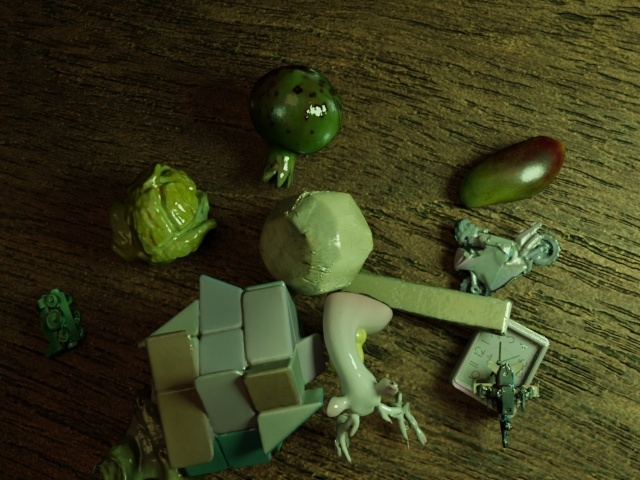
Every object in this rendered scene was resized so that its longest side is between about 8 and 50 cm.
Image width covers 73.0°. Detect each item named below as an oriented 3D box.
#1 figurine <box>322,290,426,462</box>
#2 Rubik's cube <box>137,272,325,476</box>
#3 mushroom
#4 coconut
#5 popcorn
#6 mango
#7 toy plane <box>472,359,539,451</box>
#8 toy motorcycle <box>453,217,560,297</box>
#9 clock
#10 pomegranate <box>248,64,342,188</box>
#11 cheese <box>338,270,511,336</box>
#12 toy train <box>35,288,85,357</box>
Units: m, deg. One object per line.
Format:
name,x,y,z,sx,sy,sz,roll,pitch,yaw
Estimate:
figurine,0.108,0.308,0.955,0.206,0.284,0.316,-8,51,15
Rubik's cube,-0.170,0.285,0.940,0.357,0.387,0.369,-11,58,3
mushroom,-0.350,0.456,0.972,0.211,0.292,0.218,8,66,10
coconut,0.000,0.000,1.022,0.244,0.247,0.245,11,108,38
popcorn,-0.417,-0.060,1.124,0.276,0.276,0.225,-41,111,0
mango,0.463,-0.158,1.038,0.267,0.111,0.133,-26,86,9
toy plane,0.387,0.345,0.901,0.135,0.062,0.189,1,78,9
toy motorcycle,0.401,0.016,1.011,0.239,0.108,0.204,-32,75,2
clock,0.403,0.277,0.980,0.150,0.063,0.197,29,84,15
pomegranate,-0.059,-0.288,1.112,0.242,0.242,0.306,-3,98,9
cheese,0.233,0.139,1.023,0.399,0.034,0.085,10,75,22
toy train,-0.721,0.224,1.189,0.104,0.071,0.178,-32,76,13
